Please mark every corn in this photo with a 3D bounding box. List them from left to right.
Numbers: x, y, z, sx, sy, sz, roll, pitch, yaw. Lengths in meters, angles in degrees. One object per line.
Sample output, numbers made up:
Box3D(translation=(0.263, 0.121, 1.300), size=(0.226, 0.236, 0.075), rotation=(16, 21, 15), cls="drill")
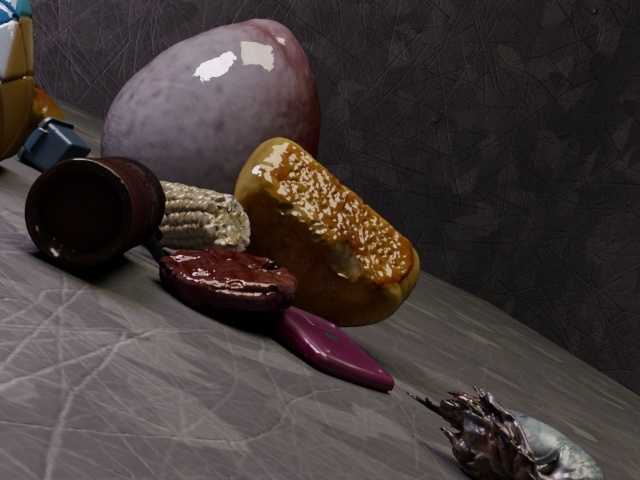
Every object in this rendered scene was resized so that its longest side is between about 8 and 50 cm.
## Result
Box3D(translation=(-0.150, -0.028, 1.501), size=(0.087, 0.087, 0.211), rotation=(24, -12, -34), cls="corn")

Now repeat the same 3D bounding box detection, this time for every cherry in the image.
Box3D(translation=(-0.163, -0.162, 1.911), size=(0.326, 0.335, 0.291), rotation=(1, 30, -19), cls="cherry")

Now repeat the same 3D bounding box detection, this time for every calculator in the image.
Box3D(translation=(-0.008, 0.103, 1.383), size=(0.126, 0.034, 0.190), rotation=(25, 5, -42), cls="calculator")

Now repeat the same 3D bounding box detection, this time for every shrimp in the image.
Box3D(translation=(0.156, 0.184, 1.130), size=(0.233, 0.079, 0.090), rotation=(27, -33, 46), cls="shrimp")

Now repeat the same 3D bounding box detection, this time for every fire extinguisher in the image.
Box3D(translation=(-0.208, -0.020, 1.311), size=(0.138, 0.102, 0.344), rotation=(59, 2, -2), cls="fire extinguisher")

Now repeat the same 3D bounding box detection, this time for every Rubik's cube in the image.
Box3D(translation=(-0.444, -0.166, 1.453), size=(0.254, 0.254, 0.254), rotation=(26, 4, -2), cls="Rubik's cube")

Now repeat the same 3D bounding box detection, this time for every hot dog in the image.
Box3D(translation=(-0.014, 0.009, 1.564), size=(0.256, 0.153, 0.150), rotation=(41, 41, -4), cls="hot dog")

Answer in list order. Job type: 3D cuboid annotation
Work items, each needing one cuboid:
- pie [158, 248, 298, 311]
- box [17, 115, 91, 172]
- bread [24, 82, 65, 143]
Box3D(translation=(-0.097, 0.042, 1.342), size=(0.153, 0.038, 0.153), rotation=(9, 13, -2), cls="pie")
Box3D(translation=(-0.366, -0.125, 1.776), size=(0.054, 0.074, 0.099), rotation=(41, 6, 10), cls="box")
Box3D(translation=(-0.480, -0.213, 1.890), size=(0.185, 0.109, 0.380), rotation=(28, 0, 8), cls="bread")
